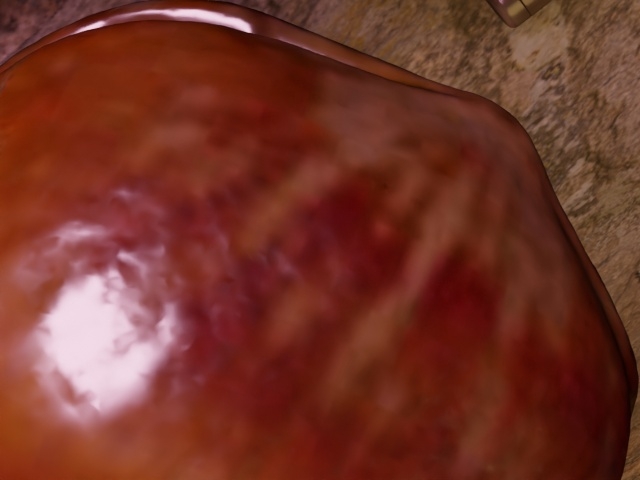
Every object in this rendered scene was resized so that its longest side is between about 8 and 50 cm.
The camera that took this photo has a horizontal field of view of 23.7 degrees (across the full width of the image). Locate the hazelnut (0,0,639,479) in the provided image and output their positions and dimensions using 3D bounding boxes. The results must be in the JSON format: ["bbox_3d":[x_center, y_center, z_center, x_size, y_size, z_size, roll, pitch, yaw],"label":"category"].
[{"bbox_3d":[-0.048,0.086,0.857,0.402,0.429,0.402,-51,180,0],"label":"hazelnut"}]

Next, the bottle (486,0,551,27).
[{"bbox_3d":[0.155,-0.189,1.039,0.096,0.045,0.045,-38,150,7],"label":"bottle"}]
